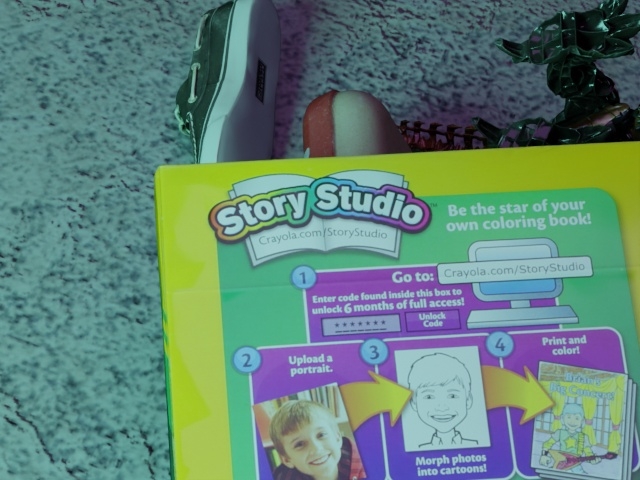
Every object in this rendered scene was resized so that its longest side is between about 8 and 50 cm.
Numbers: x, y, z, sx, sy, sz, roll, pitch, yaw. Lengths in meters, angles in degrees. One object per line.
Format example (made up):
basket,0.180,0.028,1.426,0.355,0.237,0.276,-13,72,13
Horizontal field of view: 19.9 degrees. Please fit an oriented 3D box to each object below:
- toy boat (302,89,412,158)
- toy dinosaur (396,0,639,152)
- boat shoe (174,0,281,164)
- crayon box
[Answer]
toy boat,0.000,0.000,1.456,0.151,0.151,0.231,-15,52,17
toy dinosaur,0.220,-0.067,1.502,0.322,0.218,0.164,-14,61,14
boat shoe,-0.083,-0.111,1.550,0.070,0.078,0.219,-10,52,26
crayon box,0.073,0.097,1.263,0.363,0.106,0.313,-3,66,-5
